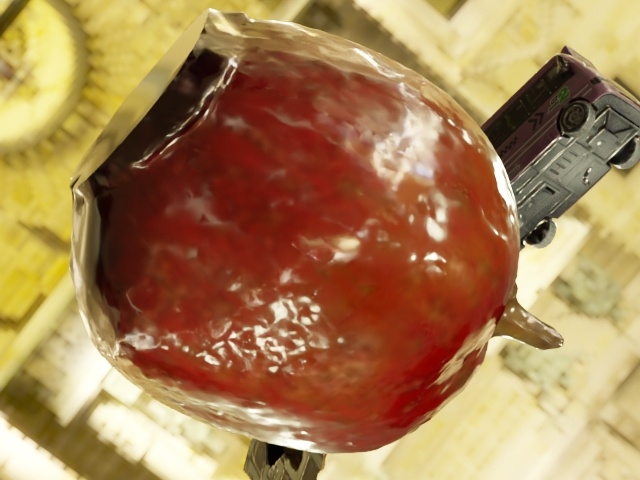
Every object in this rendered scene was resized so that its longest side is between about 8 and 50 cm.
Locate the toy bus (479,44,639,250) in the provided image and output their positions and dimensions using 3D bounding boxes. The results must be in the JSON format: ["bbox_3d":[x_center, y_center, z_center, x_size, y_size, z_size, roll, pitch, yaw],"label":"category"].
[{"bbox_3d":[0.181,-0.074,1.502,0.178,0.087,0.098,-44,-136,20],"label":"toy bus"}]

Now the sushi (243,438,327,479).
[{"bbox_3d":[-0.001,0.113,1.376,0.139,0.031,0.201,-140,-118,-63],"label":"sushi"}]

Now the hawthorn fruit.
[{"bbox_3d":[0.000,0.000,0.866,0.215,0.250,0.215,-165,-90,-89],"label":"hawthorn fruit"}]
